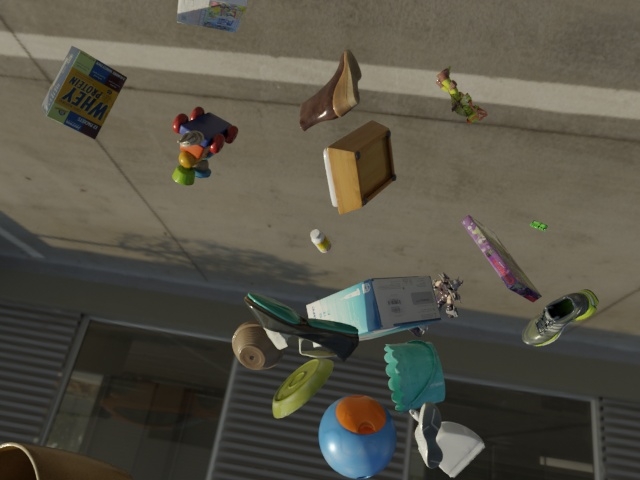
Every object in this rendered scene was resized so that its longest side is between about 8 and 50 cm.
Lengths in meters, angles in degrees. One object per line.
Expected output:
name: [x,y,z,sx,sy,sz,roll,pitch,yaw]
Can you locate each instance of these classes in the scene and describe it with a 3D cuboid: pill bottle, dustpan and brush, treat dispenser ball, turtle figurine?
pill bottle: [0.000,0.000,1.477,0.043,0.044,0.083,-2,148,27]
dustpan and brush: [0.342,0.560,1.371,0.211,0.147,0.060,37,-168,-7]
treat dispenser ball: [0.136,0.720,1.764,0.287,0.289,0.288,9,157,4]
turtle figurine: [0.481,-0.480,1.641,0.087,0.217,0.269,-38,172,25]

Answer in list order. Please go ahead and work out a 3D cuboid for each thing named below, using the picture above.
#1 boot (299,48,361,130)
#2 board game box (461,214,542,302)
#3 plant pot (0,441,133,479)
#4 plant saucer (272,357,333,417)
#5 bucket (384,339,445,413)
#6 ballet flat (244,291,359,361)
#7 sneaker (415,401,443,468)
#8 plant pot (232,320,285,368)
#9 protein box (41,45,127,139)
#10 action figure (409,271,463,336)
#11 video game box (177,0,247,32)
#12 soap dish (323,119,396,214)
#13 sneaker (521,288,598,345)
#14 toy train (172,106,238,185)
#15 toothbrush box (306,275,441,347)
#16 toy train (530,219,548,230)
boot: [0.022,-0.470,1.487,0.206,0.249,0.090,-18,143,28]
board game box: [0.679,0.065,1.804,0.056,0.347,0.208,-41,135,21]
plant pot: [-0.493,0.513,0.912,0.236,0.238,0.254,-4,159,29]
plant saucer: [-0.063,0.440,1.465,0.037,0.241,0.241,50,148,-5]
bucket: [0.375,0.538,1.919,0.182,0.282,0.281,-9,157,-3]
ballet flat: [-0.050,0.206,1.074,0.280,0.096,0.095,20,-173,-4]
sneaker: [0.232,0.423,1.056,0.053,0.153,0.061,-9,-166,-19]
plant pot: [-0.279,0.474,2.063,0.237,0.110,0.238,4,111,10]
protein box: [-0.689,-0.431,1.384,0.135,0.201,0.199,26,-175,-39]
action figure: [0.451,0.244,1.850,0.099,0.185,0.285,30,116,-19]
video game box: [-0.324,-0.687,1.413,0.186,0.048,0.205,4,-178,-19]
soap dish: [0.140,-0.246,1.583,0.118,0.291,0.229,8,122,34]
sneaker: [0.808,0.269,1.670,0.121,0.111,0.300,8,134,-31]
toy train: [-0.268,-0.175,0.984,0.105,0.248,0.144,28,116,-4]
toothbrush box: [0.134,0.193,1.283,0.216,0.126,0.295,1,161,-36]
toy train: [0.741,-0.051,1.621,0.017,0.024,0.083,20,-169,-13]
